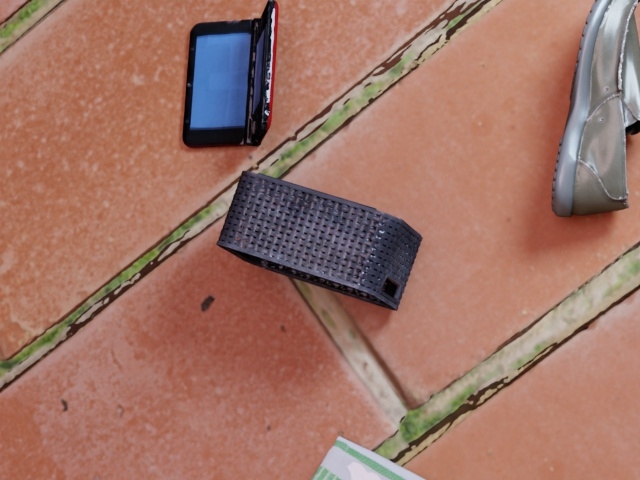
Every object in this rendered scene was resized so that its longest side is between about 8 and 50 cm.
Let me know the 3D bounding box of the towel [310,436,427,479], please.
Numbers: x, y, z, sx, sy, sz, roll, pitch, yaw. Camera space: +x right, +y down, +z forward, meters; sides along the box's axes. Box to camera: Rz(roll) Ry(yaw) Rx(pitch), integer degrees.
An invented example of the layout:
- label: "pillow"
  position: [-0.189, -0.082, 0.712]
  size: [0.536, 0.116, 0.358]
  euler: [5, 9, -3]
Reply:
- label: "towel"
  position: [0.034, 0.371, 1.795]
  size: [0.248, 0.038, 0.325]
  euler: [25, 66, 19]

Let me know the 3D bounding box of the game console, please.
- label: "game console"
  position: [-0.097, -0.178, 1.990]
  size: [0.085, 0.124, 0.144]
  euler: [5, 79, -9]

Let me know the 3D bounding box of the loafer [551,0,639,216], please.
- label: "loafer"
  position: [0.294, -0.140, 1.861]
  size: [0.087, 0.094, 0.251]
  euler: [11, 86, 8]

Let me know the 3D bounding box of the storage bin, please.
- label: "storage bin"
  position: [0.000, 0.000, 1.896]
  size: [0.180, 0.122, 0.084]
  euler: [18, 85, 20]
